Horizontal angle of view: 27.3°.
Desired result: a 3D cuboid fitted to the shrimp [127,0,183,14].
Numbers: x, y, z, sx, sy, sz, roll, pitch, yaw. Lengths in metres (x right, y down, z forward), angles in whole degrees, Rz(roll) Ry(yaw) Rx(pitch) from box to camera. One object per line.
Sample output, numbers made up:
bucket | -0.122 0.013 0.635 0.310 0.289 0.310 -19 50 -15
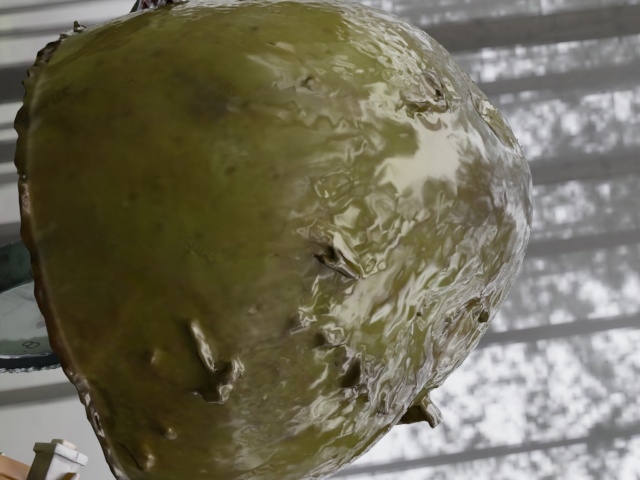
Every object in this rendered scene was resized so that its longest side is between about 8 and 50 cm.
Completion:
shrimp | -0.263 -0.355 1.158 0.410 0.166 0.221 39 7 -6

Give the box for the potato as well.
potato | 0.000 0.000 0.996 0.442 0.320 0.385 12 69 -75

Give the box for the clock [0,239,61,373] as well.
clock | -0.361 0.088 1.795 0.312 0.313 0.061 96 -23 -63

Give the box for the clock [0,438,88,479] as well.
clock | -0.336 0.356 1.361 0.235 0.166 0.309 -7 -121 47
